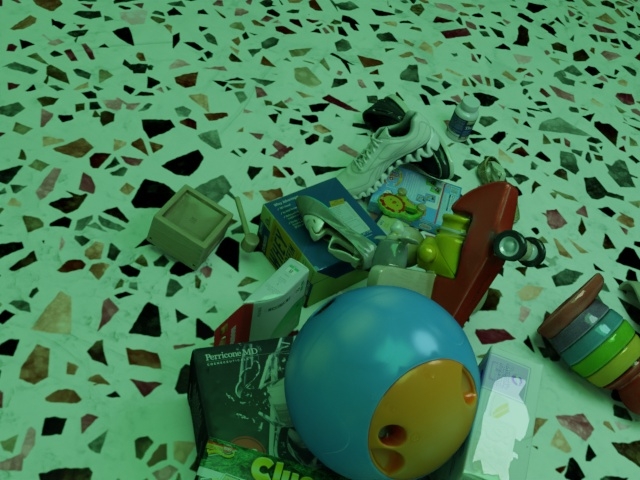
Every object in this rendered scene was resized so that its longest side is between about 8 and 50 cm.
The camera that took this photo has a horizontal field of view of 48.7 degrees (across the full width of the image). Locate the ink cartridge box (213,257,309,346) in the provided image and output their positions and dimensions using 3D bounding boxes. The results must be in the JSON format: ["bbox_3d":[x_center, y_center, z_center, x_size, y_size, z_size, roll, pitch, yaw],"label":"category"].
[{"bbox_3d":[-0.114,0.162,1.345,0.056,0.181,0.225,31,50,17],"label":"ink cartridge box"}]

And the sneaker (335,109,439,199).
[{"bbox_3d":[0.139,-0.206,1.697,0.292,0.118,0.110,-35,48,7],"label":"sneaker"}]

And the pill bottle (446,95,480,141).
[{"bbox_3d":[0.394,-0.335,1.938,0.067,0.120,0.067,7,49,-8],"label":"pill bottle"}]

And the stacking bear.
[{"bbox_3d":[0.618,0.243,1.493,0.164,0.175,0.289,-32,72,-36],"label":"stacking bear"}]

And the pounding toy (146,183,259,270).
[{"bbox_3d":[-0.236,-0.021,1.534,0.206,0.094,0.181,32,45,1],"label":"pounding toy"}]

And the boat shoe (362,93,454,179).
[{"bbox_3d":[0.215,-0.258,1.823,0.113,0.127,0.340,-20,53,-17],"label":"boat shoe"}]

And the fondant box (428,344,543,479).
[{"bbox_3d":[0.246,0.364,1.168,0.096,0.330,0.238,22,48,5],"label":"fondant box"}]

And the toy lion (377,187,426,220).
[{"bbox_3d":[0.186,-0.080,1.666,0.100,0.034,0.096,41,45,19],"label":"toy lion"}]

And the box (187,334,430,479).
[{"bbox_3d":[-0.036,0.339,1.217,0.343,0.179,0.313,-5,52,-19],"label":"box"}]

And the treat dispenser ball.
[{"bbox_3d":[0.090,0.210,1.047,0.288,0.288,0.288,7,49,-9],"label":"treat dispenser ball"}]

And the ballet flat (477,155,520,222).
[{"bbox_3d":[0.464,-0.138,1.826,0.073,0.067,0.206,-7,53,-21],"label":"ballet flat"}]

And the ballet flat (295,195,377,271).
[{"bbox_3d":[0.021,-0.014,1.421,0.213,0.072,0.068,36,56,13],"label":"ballet flat"}]

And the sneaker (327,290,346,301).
[{"bbox_3d":[0.073,0.129,1.507,0.134,0.051,0.070,-21,64,-24],"label":"sneaker"}]

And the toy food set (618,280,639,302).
[{"bbox_3d":[0.833,0.220,1.619,0.219,0.092,0.306,7,41,-8],"label":"toy food set"}]

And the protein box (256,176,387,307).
[{"bbox_3d":[0.000,0.000,1.541,0.199,0.136,0.201,-24,60,-30],"label":"protein box"}]

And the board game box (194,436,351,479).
[{"bbox_3d":[-0.062,0.389,1.034,0.259,0.030,0.136,17,48,-2],"label":"board game box"}]

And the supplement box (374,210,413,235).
[{"bbox_3d":[0.155,-0.009,1.642,0.083,0.056,0.083,29,49,10],"label":"supplement box"}]

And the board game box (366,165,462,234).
[{"bbox_3d":[0.235,-0.104,1.756,0.211,0.039,0.160,20,49,2],"label":"board game box"}]

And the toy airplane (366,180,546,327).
[{"bbox_3d":[0.224,0.086,1.402,0.384,0.386,0.272,-35,56,-25],"label":"toy airplane"}]
